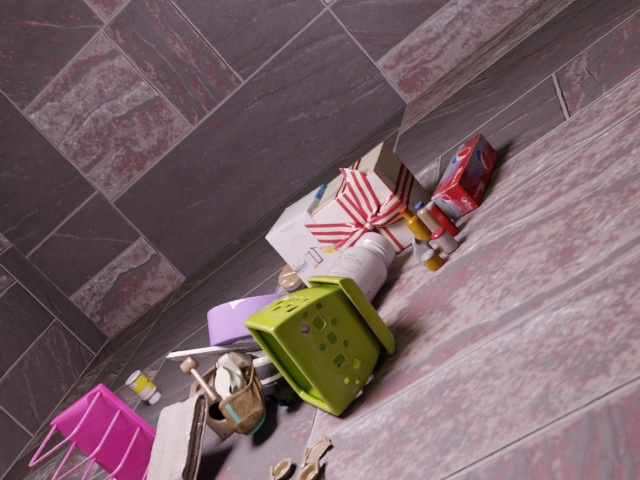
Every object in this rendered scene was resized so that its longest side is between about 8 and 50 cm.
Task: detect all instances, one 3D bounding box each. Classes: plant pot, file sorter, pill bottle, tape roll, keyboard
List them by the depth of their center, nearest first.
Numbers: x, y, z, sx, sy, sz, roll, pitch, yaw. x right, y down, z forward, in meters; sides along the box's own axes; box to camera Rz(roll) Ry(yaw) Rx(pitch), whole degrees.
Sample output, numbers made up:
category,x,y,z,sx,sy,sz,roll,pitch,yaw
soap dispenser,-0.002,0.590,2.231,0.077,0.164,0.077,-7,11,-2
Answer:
category,x,y,z,sx,sy,sz,roll,pitch,yaw
plant pot,0.007,0.198,1.622,0.207,0.228,0.227,-39,11,-18
keyboard,-0.237,0.267,1.892,0.256,0.014,0.072,-9,-22,5
file sorter,-0.522,0.543,1.913,0.202,0.290,0.182,-37,17,24
pill bottle,0.088,0.089,1.916,0.131,0.131,0.229,-26,20,51
tape roll,-0.138,0.207,1.935,0.275,0.090,0.275,-8,-15,-2
pill bottle,-0.594,0.498,2.648,0.065,0.116,0.065,-39,13,11

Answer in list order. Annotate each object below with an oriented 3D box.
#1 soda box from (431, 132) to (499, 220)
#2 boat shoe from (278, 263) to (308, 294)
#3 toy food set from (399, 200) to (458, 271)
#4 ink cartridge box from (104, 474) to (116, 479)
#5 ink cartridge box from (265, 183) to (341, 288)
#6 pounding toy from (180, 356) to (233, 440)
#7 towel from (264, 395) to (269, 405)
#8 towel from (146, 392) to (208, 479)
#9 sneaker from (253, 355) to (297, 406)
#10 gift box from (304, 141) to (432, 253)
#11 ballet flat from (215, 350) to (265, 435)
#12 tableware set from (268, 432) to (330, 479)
category,x,y,z,sx,sy,sz,roll,pitch,yaw
soda box,0.373,-0.164,2.002,0.092,0.083,0.263,-33,17,40
boat shoe,-0.018,0.055,2.421,0.103,0.092,0.285,20,61,35
toy food set,0.252,-0.024,1.856,0.111,0.104,0.232,-38,13,17
ink cartridge box,-0.601,0.728,2.069,0.189,0.066,0.232,-41,9,5
ink cartridge box,0.000,0.000,2.242,0.168,0.232,0.171,-32,16,32
pounding toy,-0.277,0.378,1.895,0.094,0.206,0.181,-42,13,5
towel,-0.133,0.372,1.882,0.119,0.029,0.067,-45,14,-5
towel,-0.334,0.498,1.776,0.187,0.049,0.282,-28,47,45
sneaker,-0.068,0.313,1.786,0.079,0.121,0.217,-19,-10,34
gift box,0.122,-0.090,2.105,0.255,0.276,0.258,-42,13,26
ballet flat,-0.192,0.332,1.842,0.116,0.124,0.342,-42,13,10
tableware set,-0.046,0.431,1.455,0.169,0.020,0.141,-40,13,14
